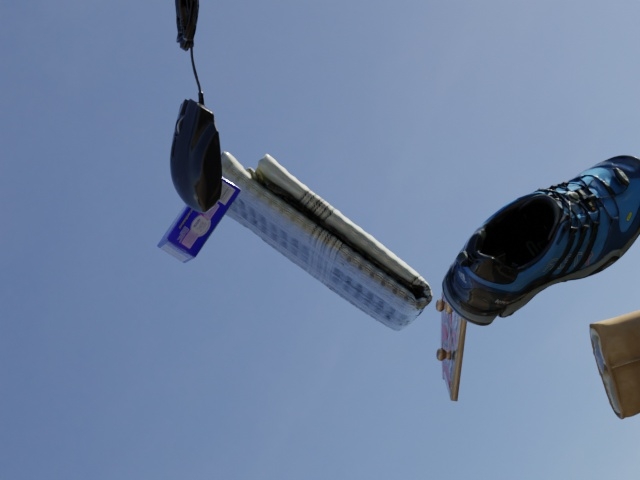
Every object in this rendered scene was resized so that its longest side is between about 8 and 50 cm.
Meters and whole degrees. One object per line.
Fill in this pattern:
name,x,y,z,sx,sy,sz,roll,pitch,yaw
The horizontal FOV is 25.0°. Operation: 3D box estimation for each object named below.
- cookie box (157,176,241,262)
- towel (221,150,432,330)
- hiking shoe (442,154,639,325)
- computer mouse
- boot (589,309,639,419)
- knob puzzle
cookie box,-0.133,-0.024,1.573,0.092,0.040,0.107,-56,7,-9
towel,0.000,0.000,1.894,0.056,0.324,0.312,-55,-4,-9
hiking shoe,0.279,-0.014,1.651,0.304,0.113,0.132,-34,-21,-20
computer mouse,-0.130,-0.145,1.391,0.041,0.071,0.242,-7,-86,-19
boot,0.471,0.078,1.831,0.269,0.236,0.089,-19,5,0
knob puzzle,0.186,0.118,2.136,0.213,0.030,0.213,-177,90,-87
